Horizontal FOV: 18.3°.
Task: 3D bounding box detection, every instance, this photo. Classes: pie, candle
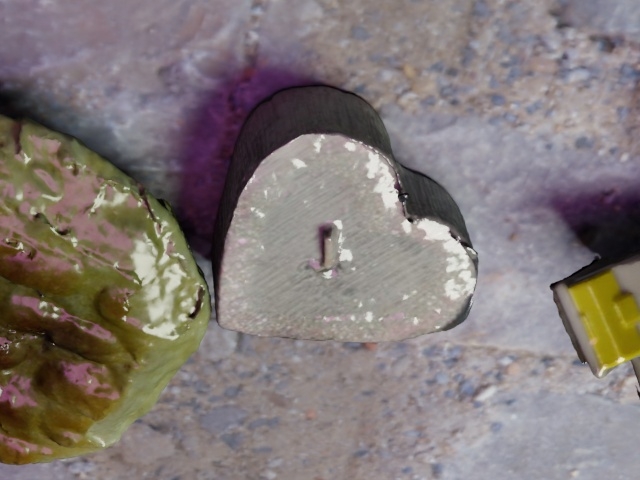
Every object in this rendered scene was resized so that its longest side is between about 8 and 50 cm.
[{"bbox_3d":[-0.213,0.036,1.280,0.306,0.071,0.306,3,134,3],"label":"pie"},{"bbox_3d":[0.000,0.000,1.275,0.168,0.068,0.192,-30,125,18],"label":"candle"}]

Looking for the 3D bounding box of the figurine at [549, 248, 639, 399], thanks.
[{"bbox_3d":[0.309,0.020,1.260,0.309,0.143,0.308,-9,148,-6],"label":"figurine"}]
